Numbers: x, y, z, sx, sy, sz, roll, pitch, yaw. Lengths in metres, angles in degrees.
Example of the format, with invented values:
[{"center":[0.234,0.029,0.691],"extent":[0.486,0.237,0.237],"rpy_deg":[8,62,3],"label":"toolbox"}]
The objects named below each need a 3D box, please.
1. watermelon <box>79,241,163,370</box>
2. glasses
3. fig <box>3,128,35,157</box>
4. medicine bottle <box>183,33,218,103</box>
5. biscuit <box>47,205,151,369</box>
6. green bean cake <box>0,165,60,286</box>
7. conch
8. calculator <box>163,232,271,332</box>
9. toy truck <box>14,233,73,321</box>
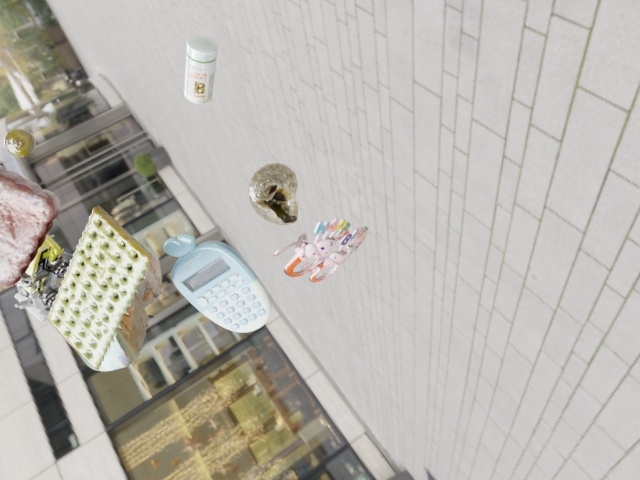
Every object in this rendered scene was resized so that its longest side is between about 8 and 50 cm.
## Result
[{"center":[-0.477,0.128,1.150],"extent":[0.321,0.188,0.175],"rpy_deg":[-99,-16,-61],"label":"watermelon"},{"center":[0.008,0.001,1.072],"extent":[0.095,0.162,0.255],"rpy_deg":[58,-165,18],"label":"glasses"},{"center":[-0.785,-0.256,1.377],"extent":[0.088,0.074,0.073],"rpy_deg":[29,148,57],"label":"fig"},{"center":[-0.344,-0.487,1.508],"extent":[0.086,0.086,0.183],"rpy_deg":[52,148,20],"label":"medicine bottle"},{"center":[-0.347,0.077,0.819],"extent":[0.139,0.231,0.016],"rpy_deg":[38,-160,17],"label":"biscuit"},{"center":[-0.415,-0.025,0.658],"extent":[0.135,0.135,0.056],"rpy_deg":[29,-174,-22],"label":"green bean cake"},{"center":[-0.105,-0.107,1.274],"extent":[0.155,0.130,0.207],"rpy_deg":[42,-167,-8],"label":"conch"},{"center":[-0.241,0.100,1.238],"extent":[0.302,0.188,0.042],"rpy_deg":[52,-153,-16],"label":"calculator"},{"center":[-0.674,0.090,1.256],"extent":[0.136,0.111,0.285],"rpy_deg":[38,126,12],"label":"toy truck"}]
